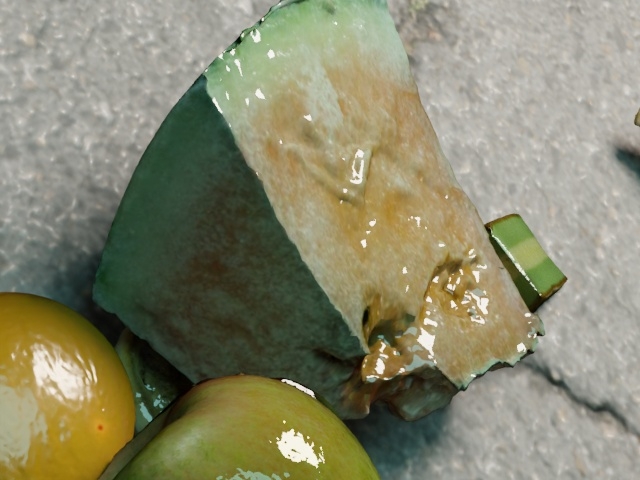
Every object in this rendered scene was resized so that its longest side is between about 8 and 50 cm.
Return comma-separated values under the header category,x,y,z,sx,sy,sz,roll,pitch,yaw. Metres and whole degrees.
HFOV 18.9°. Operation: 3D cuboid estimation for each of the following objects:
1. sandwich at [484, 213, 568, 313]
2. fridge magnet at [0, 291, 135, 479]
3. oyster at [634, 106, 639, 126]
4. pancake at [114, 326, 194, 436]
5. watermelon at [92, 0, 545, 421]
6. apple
category,x,y,z,sx,sy,sz,roll,pitch,yaw
sandwich,0.156,0.011,1.446,0.116,0.074,0.074,-32,82,-43
fridge magnet,-0.180,0.098,1.167,0.143,0.063,0.143,16,54,-24
oyster,0.425,-0.054,1.639,0.341,0.166,0.110,21,58,0
pancake,-0.076,0.099,1.262,0.139,0.022,0.139,21,48,-25
watermelon,-0.014,-0.001,1.290,0.264,0.151,0.302,-33,99,-54
apple,-0.046,0.186,1.116,0.207,0.174,0.188,-42,99,-26
